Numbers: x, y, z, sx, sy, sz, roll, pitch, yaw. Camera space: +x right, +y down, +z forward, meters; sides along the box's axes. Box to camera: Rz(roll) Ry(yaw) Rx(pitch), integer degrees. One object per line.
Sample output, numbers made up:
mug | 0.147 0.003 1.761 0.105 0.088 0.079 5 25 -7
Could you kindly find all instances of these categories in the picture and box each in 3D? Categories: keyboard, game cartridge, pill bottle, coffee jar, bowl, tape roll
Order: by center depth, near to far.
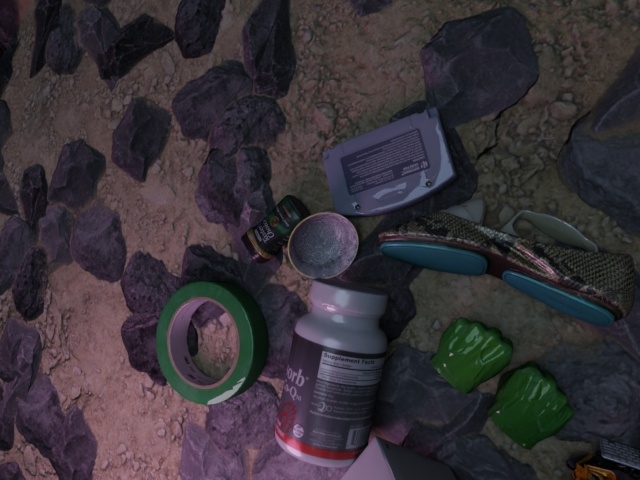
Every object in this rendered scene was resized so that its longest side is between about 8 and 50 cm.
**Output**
keyboard | 0.635 0.409 0.831 0.256 0.072 0.014 12 96 25
pill bottle | 0.032 0.278 1.048 0.210 0.210 0.363 11 91 25
game cartridge | 0.157 -0.166 1.106 0.294 0.060 0.196 -17 76 23
bowl | 0.000 0.000 1.138 0.170 0.080 0.170 -5 113 -11
coffee jar | -0.114 -0.025 1.208 0.184 0.079 0.096 -40 71 18
tape roll | -0.296 0.270 1.276 0.321 0.077 0.321 -1 86 25

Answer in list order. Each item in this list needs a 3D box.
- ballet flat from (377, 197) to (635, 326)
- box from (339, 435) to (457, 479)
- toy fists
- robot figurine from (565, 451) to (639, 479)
ballet flat | 0.366 0.014 0.958 0.482 0.164 0.182 17 72 19
box | 0.117 0.607 0.957 0.215 0.168 0.345 30 103 -22
toy fists | 0.366 0.273 0.957 0.279 0.096 0.142 42 114 20
robot figurine | 0.564 0.480 0.811 0.290 0.085 0.211 11 49 18
